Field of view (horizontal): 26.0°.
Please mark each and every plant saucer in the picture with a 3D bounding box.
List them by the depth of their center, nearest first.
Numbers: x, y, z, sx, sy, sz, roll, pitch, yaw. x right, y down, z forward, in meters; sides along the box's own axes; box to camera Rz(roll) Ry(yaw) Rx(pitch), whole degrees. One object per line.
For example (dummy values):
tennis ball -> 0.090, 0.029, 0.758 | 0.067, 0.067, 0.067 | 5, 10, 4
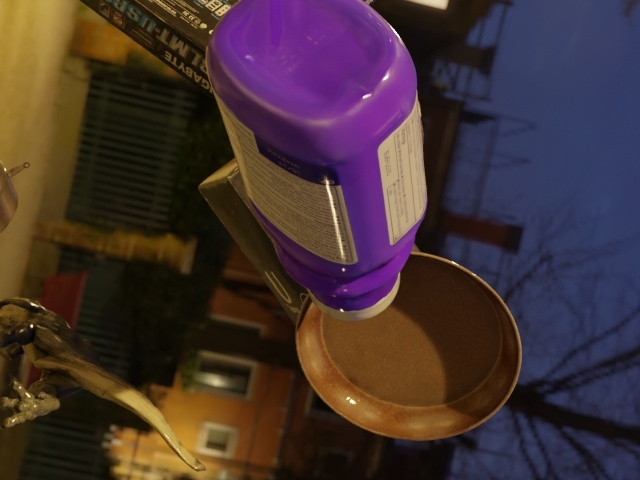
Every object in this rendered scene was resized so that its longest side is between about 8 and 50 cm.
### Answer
plant saucer -> 0.066, 0.075, 1.037 | 0.029, 0.168, 0.168 | -71, 178, -59

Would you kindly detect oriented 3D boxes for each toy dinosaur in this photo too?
toy dinosaur -> -0.207, 0.096, 1.056 | 0.268, 0.118, 0.064 | 33, -75, 36

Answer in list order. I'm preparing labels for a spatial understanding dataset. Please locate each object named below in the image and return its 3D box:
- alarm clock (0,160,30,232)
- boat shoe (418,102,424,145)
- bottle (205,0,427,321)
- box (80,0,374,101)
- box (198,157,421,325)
alarm clock -> -0.419, -0.034, 1.557 | 0.064, 0.129, 0.192 | 73, 34, -49
boat shoe -> 0.015, -0.143, 2.059 | 0.103, 0.285, 0.092 | 78, 0, -53
bottle -> 0.008, -0.038, 0.845 | 0.092, 0.118, 0.283 | -44, 155, -15
box -> -0.118, -0.325, 1.678 | 0.293, 0.295, 0.073 | -42, 160, -37
box -> 0.000, 0.000, 1.642 | 0.143, 0.270, 0.165 | -37, -172, -15
